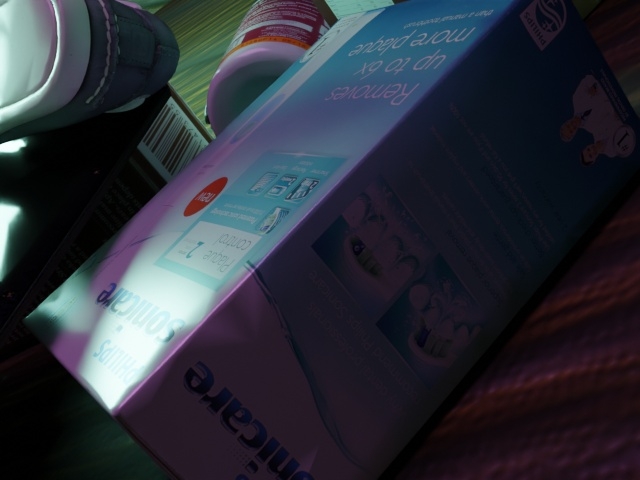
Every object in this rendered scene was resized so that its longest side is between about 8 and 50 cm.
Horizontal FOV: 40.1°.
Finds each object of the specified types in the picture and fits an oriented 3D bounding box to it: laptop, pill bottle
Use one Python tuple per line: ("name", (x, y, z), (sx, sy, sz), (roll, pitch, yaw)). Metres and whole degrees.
("laptop", (-0.276, 0.129, 0.613), (0.407, 0.236, 0.382), (-16, 32, 22))
("pill bottle", (-0.027, -0.166, 0.830), (0.121, 0.121, 0.221), (-27, 26, 24))

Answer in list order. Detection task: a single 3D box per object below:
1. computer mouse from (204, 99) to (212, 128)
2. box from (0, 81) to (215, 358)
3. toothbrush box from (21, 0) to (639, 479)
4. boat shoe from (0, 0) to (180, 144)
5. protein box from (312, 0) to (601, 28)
("computer mouse", (-0.031, -0.247, 1.040), (0.272, 0.072, 0.188), (-28, 25, 22))
("box", (-0.282, -0.020, 0.852), (0.381, 0.191, 0.143), (-25, 27, 25))
("toothbrush box", (0.000, 0.000, 0.493), (0.295, 0.126, 0.216), (-47, 24, -15))
("boat shoe", (-0.222, -0.120, 0.650), (0.099, 0.116, 0.319), (-5, 3, -42))
("protein box", (0.099, -0.234, 0.671), (0.200, 0.201, 0.136), (-45, 25, -15))
